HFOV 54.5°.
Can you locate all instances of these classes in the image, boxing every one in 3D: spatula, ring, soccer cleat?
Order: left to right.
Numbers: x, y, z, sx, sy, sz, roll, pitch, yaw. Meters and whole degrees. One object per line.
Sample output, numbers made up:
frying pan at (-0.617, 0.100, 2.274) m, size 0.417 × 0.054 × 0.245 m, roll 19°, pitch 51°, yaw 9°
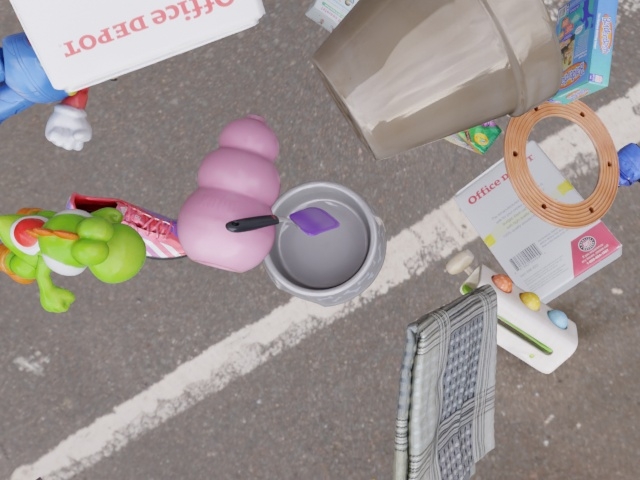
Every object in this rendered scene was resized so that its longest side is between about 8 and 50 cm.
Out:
soccer cleat at (-0.426, -0.035, 1.435) m, size 0.318 × 0.109 × 0.116 m, roll 11°, pitch 143°, yaw -8°
spatula at (-0.078, -0.038, 1.262) m, size 0.084 × 0.296 × 0.030 m, roll 42°, pitch 117°, yaw 30°
ring at (0.575, -0.191, 1.488) m, size 0.336 × 0.337 × 0.032 m, roll 35°, pitch 160°, yaw -11°

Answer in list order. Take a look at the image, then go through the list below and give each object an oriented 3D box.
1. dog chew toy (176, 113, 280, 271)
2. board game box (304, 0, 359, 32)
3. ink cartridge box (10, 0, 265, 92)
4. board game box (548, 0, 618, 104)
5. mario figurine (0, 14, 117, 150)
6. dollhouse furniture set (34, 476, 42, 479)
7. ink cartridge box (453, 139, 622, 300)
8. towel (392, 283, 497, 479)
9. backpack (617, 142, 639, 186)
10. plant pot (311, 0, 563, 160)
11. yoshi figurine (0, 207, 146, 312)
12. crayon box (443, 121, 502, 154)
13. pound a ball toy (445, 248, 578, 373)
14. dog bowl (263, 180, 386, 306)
dog chew toy at (-0.176, -0.105, 1.312) m, size 0.206 × 0.206 × 0.332 m, roll 14°, pitch 82°, yaw 0°
board game box at (0.132, -0.654, 1.585) m, size 0.224 × 0.097 × 0.303 m, roll 30°, pitch 88°, yaw -19°
ink cartridge box at (-0.198, -0.303, 0.550) m, size 0.207 × 0.117 × 0.283 m, roll -23°, pitch 115°, yaw -9°
board game box at (0.544, -0.406, 1.294) m, size 0.047 × 0.160 × 0.210 m, roll 8°, pitch 88°, yaw -9°
mario figurine at (-0.330, -0.213, 0.771) m, size 0.320 × 0.198 × 0.170 m, roll -26°, pitch 95°, yaw 5°
dollhouse furniture set at (-0.444, 0.431, 0.915) m, size 0.091 × 0.114 × 0.081 m, roll -36°, pitch 98°, yaw 2°
ink cartridge box at (0.608, -0.046, 1.756) m, size 0.279 × 0.160 × 0.385 m, roll -38°, pitch 67°, yaw 17°
towel at (0.190, 0.243, 0.885) m, size 0.056 × 0.312 × 0.324 m, roll 8°, pitch 99°, yaw 30°
backpack at (0.795, -0.189, 1.604) m, size 0.101 × 0.120 × 0.098 m, roll -42°, pitch 78°, yaw 3°
plant pot at (0.151, -0.275, 0.941) m, size 0.280 × 0.323 × 0.323 m, roll -33°, pitch 110°, yaw 4°
yoshi figurine at (-0.465, 0.021, 1.185) m, size 0.362 × 0.203 × 0.204 m, roll 0°, pitch 110°, yaw 44°
crayon box at (0.336, -0.332, 1.649) m, size 0.165 × 0.278 × 0.081 m, roll 35°, pitch 96°, yaw -25°
pound a ball toy at (0.465, 0.146, 1.525) m, size 0.319 × 0.208 × 0.136 m, roll 33°, pitch 122°, yaw -1°
dog bowl at (0.000, 0.000, 1.650) m, size 0.348 × 0.102 × 0.349 m, roll -1°, pitch 80°, yaw 7°
